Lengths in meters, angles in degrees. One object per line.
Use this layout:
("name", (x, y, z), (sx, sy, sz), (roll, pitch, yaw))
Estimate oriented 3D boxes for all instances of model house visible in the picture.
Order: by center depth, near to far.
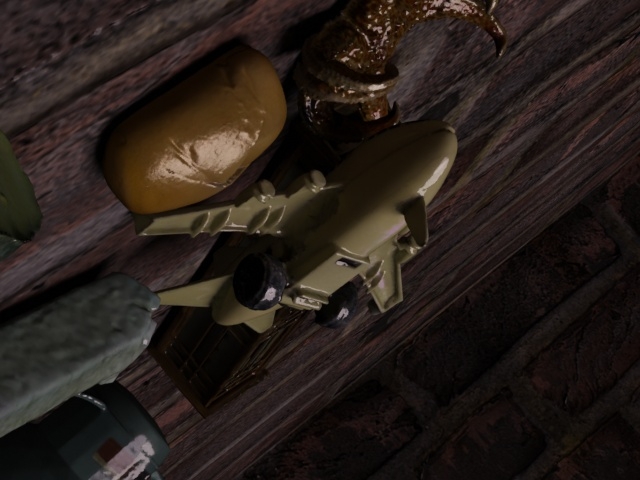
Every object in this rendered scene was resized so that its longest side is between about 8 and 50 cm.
("model house", (-0.173, -0.010, 0.574), (0.083, 0.066, 0.079), (-26, -177, 9))

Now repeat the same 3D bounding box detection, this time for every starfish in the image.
("starfish", (0.050, -0.118, 0.856), (0.146, 0.074, 0.190), (-39, 169, -7))

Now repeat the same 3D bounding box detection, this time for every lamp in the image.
("lamp", (-0.031, 0.018, 1.064), (0.089, 0.090, 0.325), (-31, 164, -43))

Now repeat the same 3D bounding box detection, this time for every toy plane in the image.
("toy plane", (0.000, 0.000, 0.884), (0.229, 0.092, 0.244), (19, 143, -40))

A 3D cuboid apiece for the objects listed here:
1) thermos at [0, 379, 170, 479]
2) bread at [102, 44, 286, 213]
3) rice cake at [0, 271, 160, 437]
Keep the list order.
("thermos", (-0.244, 0.204, 0.951), (0.286, 0.145, 0.182), (-42, 136, -11))
("bread", (-0.065, -0.055, 0.746), (0.115, 0.056, 0.082), (-37, 167, -25))
("rice cake", (-0.187, 0.082, 0.833), (0.206, 0.063, 0.069), (-28, 168, -48))
